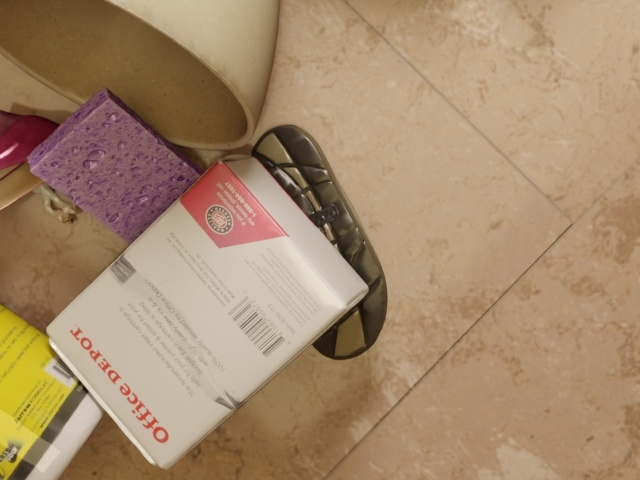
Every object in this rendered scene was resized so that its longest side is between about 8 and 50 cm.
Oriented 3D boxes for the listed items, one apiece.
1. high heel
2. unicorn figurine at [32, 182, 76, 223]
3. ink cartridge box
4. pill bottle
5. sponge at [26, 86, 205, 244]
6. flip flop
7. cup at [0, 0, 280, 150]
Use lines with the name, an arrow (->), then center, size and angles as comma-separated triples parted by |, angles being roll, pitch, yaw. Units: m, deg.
high heel -> -0.354, -0.033, 1.172 | 0.117, 0.082, 0.244 | 18, 58, 11
unicorn figurine -> -0.306, -0.076, 1.265 | 0.162, 0.060, 0.111 | -36, 88, -10
ink cartridge box -> -0.123, 0.076, 1.202 | 0.283, 0.117, 0.207 | -42, 86, 16
pill bottle -> -0.413, 0.146, 1.227 | 0.334, 0.188, 0.188 | 36, 96, -6
sponge -> -0.207, -0.066, 1.216 | 0.117, 0.031, 0.210 | -40, 134, 8
flip flop -> 0.000, 0.000, 1.274 | 0.112, 0.080, 0.277 | -24, 83, 9
cup -> -0.171, -0.275, 1.126 | 0.331, 0.331, 0.237 | 26, 75, -5
